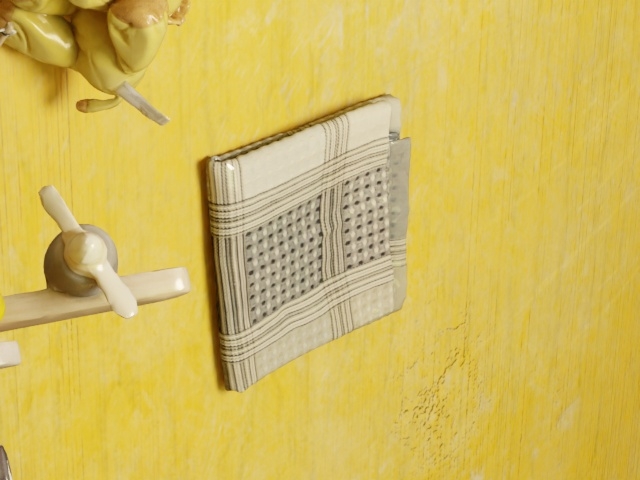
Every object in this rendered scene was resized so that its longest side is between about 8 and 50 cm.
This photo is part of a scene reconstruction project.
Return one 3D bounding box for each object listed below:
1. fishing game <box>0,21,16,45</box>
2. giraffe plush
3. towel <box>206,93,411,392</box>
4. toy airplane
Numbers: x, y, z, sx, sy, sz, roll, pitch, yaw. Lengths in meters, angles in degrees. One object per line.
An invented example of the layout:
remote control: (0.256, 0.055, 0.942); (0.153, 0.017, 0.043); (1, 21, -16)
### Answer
fishing game: (-0.391, -0.137, 1.371); (0.264, 0.041, 0.189); (-11, 152, -52)
giraffe plush: (-0.194, -0.242, 1.542); (0.210, 0.181, 0.171); (50, 47, -34)
towel: (0.000, 0.000, 1.908); (0.324, 0.056, 0.312); (-25, 122, -40)
toy airplane: (-0.359, 0.069, 1.344); (0.386, 0.384, 0.273); (-27, 114, -54)
